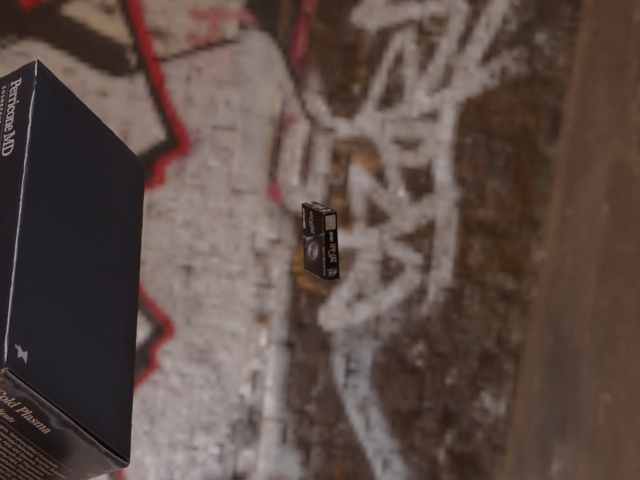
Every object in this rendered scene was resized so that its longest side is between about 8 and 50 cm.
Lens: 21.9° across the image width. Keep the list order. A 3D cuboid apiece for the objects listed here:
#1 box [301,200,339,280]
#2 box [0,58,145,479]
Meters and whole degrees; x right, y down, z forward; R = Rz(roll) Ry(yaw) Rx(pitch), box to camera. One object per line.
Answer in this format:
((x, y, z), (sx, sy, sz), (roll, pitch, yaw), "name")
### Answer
((0.000, 0.000, 1.963), (0.067, 0.018, 0.083), (-153, 57, -62), "box")
((-0.336, 0.063, 1.477), (0.179, 0.312, 0.343), (46, -147, -44), "box")
